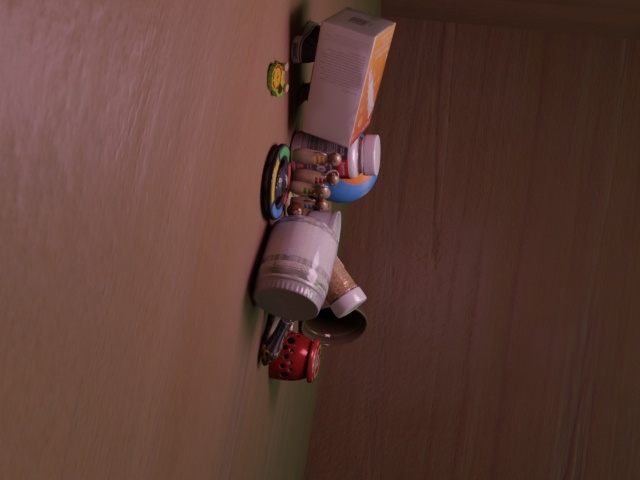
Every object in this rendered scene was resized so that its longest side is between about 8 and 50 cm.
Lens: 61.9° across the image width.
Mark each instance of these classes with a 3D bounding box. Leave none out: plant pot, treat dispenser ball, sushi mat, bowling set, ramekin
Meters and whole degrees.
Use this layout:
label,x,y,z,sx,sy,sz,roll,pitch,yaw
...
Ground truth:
label,x,y,z,sx,sy,sz,roll,pitch,yaw
plant pot,-0.092,0.447,2.054,0.191,0.174,0.191,7,90,-82
treat dispenser ball,0.081,-0.287,2.049,0.288,0.288,0.288,9,90,-82
plant pot,0.055,0.313,2.621,0.323,0.322,0.280,91,-5,-45
sushi mat,-0.100,-0.096,1.947,0.317,0.019,0.152,88,13,-52
bowling set,-0.021,-0.147,1.722,0.287,0.154,0.200,91,7,-69
ramekin,0.000,0.000,2.328,0.277,0.135,0.277,8,90,-81

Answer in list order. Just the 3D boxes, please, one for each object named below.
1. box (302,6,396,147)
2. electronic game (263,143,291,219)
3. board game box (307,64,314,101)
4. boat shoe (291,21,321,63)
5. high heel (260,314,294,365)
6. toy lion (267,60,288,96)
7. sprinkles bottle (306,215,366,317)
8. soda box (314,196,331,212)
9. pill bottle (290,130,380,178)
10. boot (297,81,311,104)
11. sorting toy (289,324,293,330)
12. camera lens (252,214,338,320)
label,x,y,z,sx,sy,sz,roll,pitch,yaw
box,0.084,-0.499,1.640,0.215,0.168,0.345,-55,163,-50
electronic game,-0.124,-0.174,1.594,0.229,0.048,0.230,8,90,-82
board game box,-0.007,-0.552,2.066,0.281,0.027,0.145,51,47,-79
boat shoe,-0.008,-0.629,1.703,0.306,0.104,0.113,-65,162,-62
high heel,-0.157,0.318,1.880,0.261,0.093,0.186,-87,-157,-78
toy lion,-0.118,-0.432,1.436,0.096,0.034,0.100,-63,162,-44
sprinkles bottle,0.008,0.088,1.813,0.121,0.355,0.121,-33,166,-9
soda box,0.009,-0.149,2.419,0.058,0.061,0.181,-27,144,-21
pill bottle,0.053,-0.289,1.806,0.161,0.283,0.161,3,90,-77
boot,-0.025,-0.494,1.792,0.042,0.086,0.119,86,15,-57
sorting toy,-0.127,0.325,2.145,0.075,0.044,0.083,98,4,-70
camera lens,-0.071,0.076,1.618,0.219,0.219,0.274,87,14,-55
